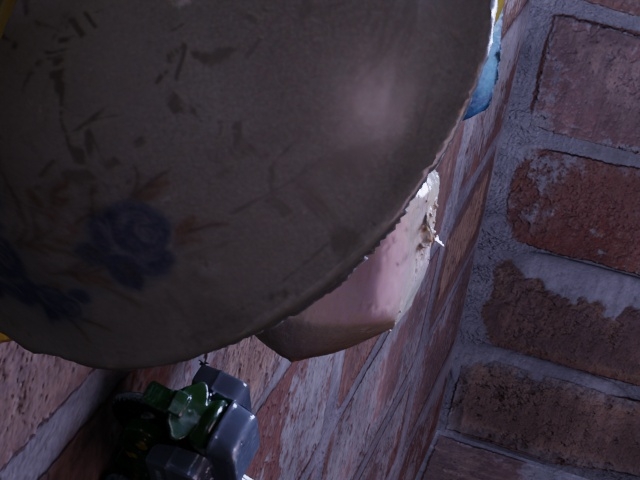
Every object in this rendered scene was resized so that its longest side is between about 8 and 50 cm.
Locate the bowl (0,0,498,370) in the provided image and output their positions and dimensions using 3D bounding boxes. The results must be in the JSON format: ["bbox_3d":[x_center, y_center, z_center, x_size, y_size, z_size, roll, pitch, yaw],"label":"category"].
[{"bbox_3d":[-0.093,-0.111,0.534,0.146,0.313,0.313,40,65,-52],"label":"bowl"}]

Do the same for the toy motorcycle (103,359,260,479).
[{"bbox_3d":[-0.090,0.218,1.064,0.274,0.187,0.124,87,24,-51],"label":"toy motorcycle"}]

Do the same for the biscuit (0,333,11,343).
[{"bbox_3d":[-0.169,-0.036,0.756,0.260,0.041,0.203,-62,163,-45],"label":"biscuit"}]

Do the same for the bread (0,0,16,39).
[{"bbox_3d":[-0.176,-0.102,0.305,0.300,0.210,0.341,70,39,-65],"label":"bread"}]

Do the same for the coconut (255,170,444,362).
[{"bbox_3d":[0.000,0.000,1.119,0.224,0.224,0.233,-36,128,-68],"label":"coconut"}]

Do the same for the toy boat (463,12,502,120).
[{"bbox_3d":[0.156,-0.310,1.580,0.215,0.123,0.329,-104,-168,-57],"label":"toy boat"}]

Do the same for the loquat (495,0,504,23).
[{"bbox_3d":[0.116,-0.280,1.328,0.179,0.179,0.227,-39,141,-67],"label":"loquat"}]
